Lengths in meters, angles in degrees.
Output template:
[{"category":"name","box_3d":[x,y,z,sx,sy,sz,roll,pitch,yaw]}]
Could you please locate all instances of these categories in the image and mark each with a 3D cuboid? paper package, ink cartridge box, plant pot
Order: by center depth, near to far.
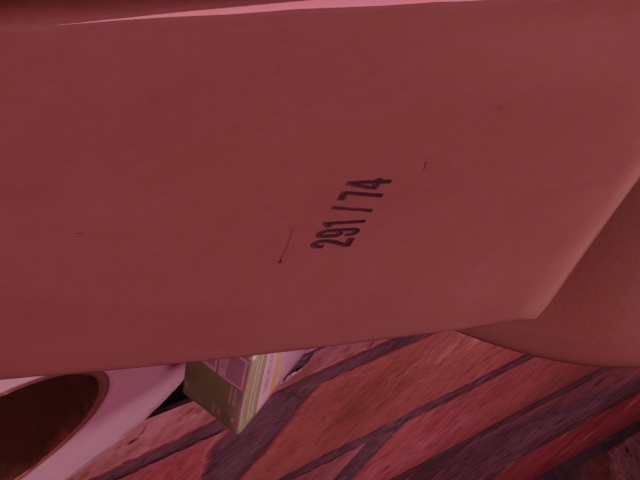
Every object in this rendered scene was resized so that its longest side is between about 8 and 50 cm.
[{"category":"paper package","box_3d":[-0.028,-0.081,0.745,0.309,0.168,0.325,-7,158,-13]},{"category":"ink cartridge box","box_3d":[0.000,0.000,1.270,0.235,0.056,0.171,-51,170,-20]},{"category":"plant pot","box_3d":[0.151,-0.035,1.272,0.191,0.284,0.284,-18,163,-4]}]

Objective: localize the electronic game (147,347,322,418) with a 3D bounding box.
[{"category":"electronic game","box_3d":[-0.045,0.091,1.510,0.229,0.048,0.229,-23,178,-1]}]

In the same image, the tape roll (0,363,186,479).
[{"category":"tape roll","box_3d":[-0.240,0.114,1.236,0.392,0.072,0.392,-32,164,-11]}]
